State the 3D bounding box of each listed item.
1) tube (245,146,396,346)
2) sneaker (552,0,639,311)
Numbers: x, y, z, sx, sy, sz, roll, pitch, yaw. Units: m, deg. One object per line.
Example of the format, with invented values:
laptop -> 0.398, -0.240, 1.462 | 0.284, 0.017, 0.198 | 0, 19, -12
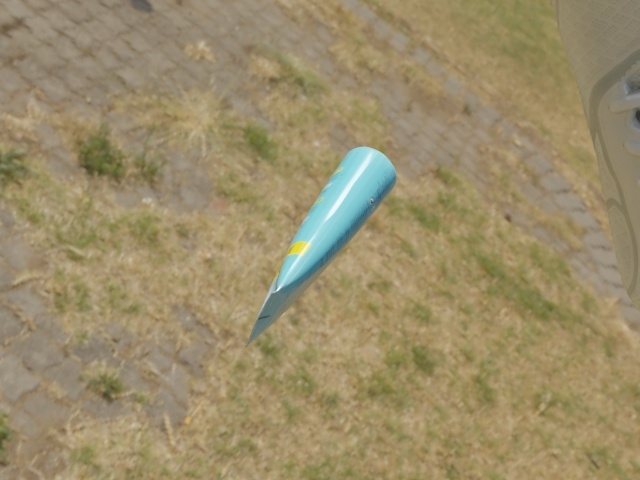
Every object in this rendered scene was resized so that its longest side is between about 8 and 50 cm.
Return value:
tube -> 0.000, 0.000, 0.820 | 0.052, 0.080, 0.207 | 29, 49, 8
sneaker -> 0.159, -0.037, 0.399 | 0.292, 0.110, 0.118 | 55, 39, -45
